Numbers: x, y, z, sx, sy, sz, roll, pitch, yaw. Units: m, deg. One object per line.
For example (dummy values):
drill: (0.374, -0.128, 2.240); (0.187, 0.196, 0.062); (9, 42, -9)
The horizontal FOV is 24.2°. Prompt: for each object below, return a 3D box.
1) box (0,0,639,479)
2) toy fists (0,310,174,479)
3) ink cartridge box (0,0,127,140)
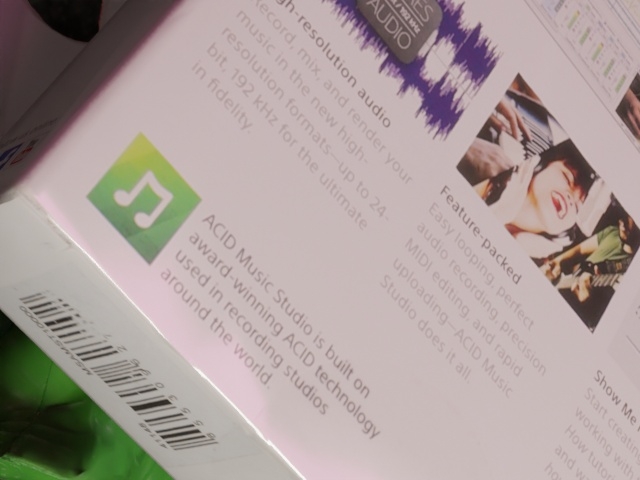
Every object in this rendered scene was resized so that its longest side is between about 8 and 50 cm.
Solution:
box: (0.069, -0.037, 0.447); (0.232, 0.058, 0.322); (49, 56, -21)
toy fists: (-0.086, 0.123, 0.550); (0.142, 0.096, 0.279); (-63, 161, -53)
ink cartridge box: (0.000, 0.000, 0.568); (0.385, 0.091, 0.308); (34, 30, -27)
